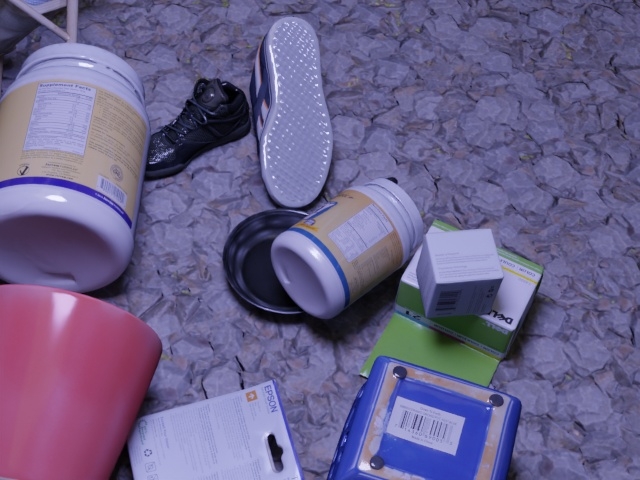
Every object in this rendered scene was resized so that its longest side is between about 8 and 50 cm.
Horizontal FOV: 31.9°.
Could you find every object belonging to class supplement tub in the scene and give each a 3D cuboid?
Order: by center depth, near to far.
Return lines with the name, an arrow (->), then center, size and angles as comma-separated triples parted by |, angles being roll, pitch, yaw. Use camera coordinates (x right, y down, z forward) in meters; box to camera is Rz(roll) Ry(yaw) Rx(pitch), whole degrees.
supplement tub -> 0.042, 0.008, 1.662 | 0.200, 0.144, 0.144 | -35, 64, -28
supplement tub -> -0.386, -0.112, 1.702 | 0.241, 0.241, 0.331 | 4, 53, -3

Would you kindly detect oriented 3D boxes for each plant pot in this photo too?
plant pot -> -0.366, 0.223, 1.466 | 0.275, 0.275, 0.243 | 9, 63, 1
plant pot -> 0.132, 0.295, 1.471 | 0.236, 0.212, 0.236 | 17, 55, 7

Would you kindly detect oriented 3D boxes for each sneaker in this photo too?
sneaker -> -0.217, -0.194, 1.849 | 0.227, 0.130, 0.087 | -28, 60, -20
sneaker -> -0.052, -0.202, 1.883 | 0.126, 0.127, 0.321 | 4, 78, -17

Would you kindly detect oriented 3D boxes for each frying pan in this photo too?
frying pan -> -0.028, -0.010, 1.777 | 0.197, 0.053, 0.326 | 23, 54, 9

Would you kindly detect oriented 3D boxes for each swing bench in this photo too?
swing bench -> -0.502, -0.385, 1.861 | 0.165, 0.253, 0.254 | 35, 48, -30

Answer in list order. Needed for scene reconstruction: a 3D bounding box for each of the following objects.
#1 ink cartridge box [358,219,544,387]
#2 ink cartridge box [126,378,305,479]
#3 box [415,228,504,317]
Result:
ink cartridge box -> 0.198, 0.120, 1.676 | 0.189, 0.097, 0.255 | 24, 55, 12
ink cartridge box -> -0.138, 0.317, 1.514 | 0.224, 0.045, 0.223 | -15, 55, -5
box -> 0.198, 0.048, 1.607 | 0.102, 0.101, 0.087 | -5, 56, -8
